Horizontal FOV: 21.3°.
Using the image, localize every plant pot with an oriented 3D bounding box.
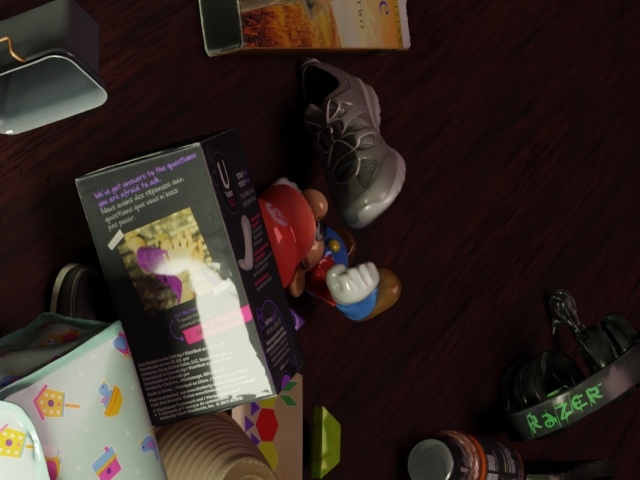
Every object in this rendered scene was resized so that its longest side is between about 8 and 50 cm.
[{"bbox_3d":[-0.115,0.288,1.814,0.237,0.109,0.237,11,76,-51],"label":"plant pot"}]

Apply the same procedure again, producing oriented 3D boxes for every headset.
[{"bbox_3d":[0.383,0.183,2.594,0.185,0.243,0.394,61,18,0],"label":"headset"}]

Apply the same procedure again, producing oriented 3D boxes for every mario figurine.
[{"bbox_3d":[0.000,0.000,1.992,0.320,0.198,0.170,24,69,-65],"label":"mario figurine"}]

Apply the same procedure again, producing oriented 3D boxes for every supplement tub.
[{"bbox_3d":[0.196,0.316,2.352,0.198,0.106,0.106,20,68,-56],"label":"supplement tub"}]

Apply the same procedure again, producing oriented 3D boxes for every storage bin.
[{"bbox_3d":[-0.278,-0.177,1.645,0.098,0.135,0.091,44,38,-47],"label":"storage bin"}]

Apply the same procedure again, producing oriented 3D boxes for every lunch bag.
[{"bbox_3d":[-0.279,0.214,1.542,0.262,0.160,0.223,-31,115,-44],"label":"lunch bag"}]

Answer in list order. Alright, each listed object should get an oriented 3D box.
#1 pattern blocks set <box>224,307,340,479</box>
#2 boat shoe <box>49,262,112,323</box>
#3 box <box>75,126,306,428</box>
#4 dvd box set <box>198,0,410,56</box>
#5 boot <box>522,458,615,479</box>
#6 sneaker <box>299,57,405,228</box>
[{"bbox_3d":[-0.069,0.231,1.996,0.285,0.026,0.325,24,66,-50],"label":"pattern blocks set"},{"bbox_3d":[-0.220,0.136,1.726,0.084,0.079,0.233,-4,87,-57],"label":"boat shoe"},{"bbox_3d":[-0.131,0.035,1.769,0.165,0.143,0.270,-41,116,-76],"label":"box"},{"bbox_3d":[-0.024,-0.387,2.156,0.420,0.062,0.308,-9,93,-59],"label":"dvd box set"},{"bbox_3d":[0.350,0.463,2.552,0.348,0.131,0.260,3,85,-62],"label":"boot"},{"bbox_3d":[0.021,-0.121,2.109,0.115,0.105,0.281,34,23,-32],"label":"sneaker"}]
